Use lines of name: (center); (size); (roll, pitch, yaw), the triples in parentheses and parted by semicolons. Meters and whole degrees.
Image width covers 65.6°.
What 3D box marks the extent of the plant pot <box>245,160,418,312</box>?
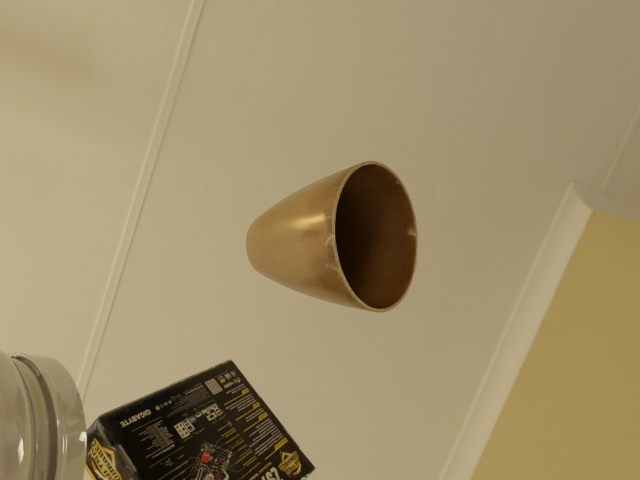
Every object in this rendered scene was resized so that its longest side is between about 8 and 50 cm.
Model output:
plant pot: (0.000, 0.000, 0.857); (0.237, 0.255, 0.236); (5, -97, -49)

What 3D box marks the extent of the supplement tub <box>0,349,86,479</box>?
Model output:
supplement tub: (-0.407, 0.200, 0.412); (0.331, 0.241, 0.240); (18, -80, -55)

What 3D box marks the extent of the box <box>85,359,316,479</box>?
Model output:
box: (-0.177, 0.345, 0.789); (0.079, 0.257, 0.322); (-46, -16, 19)
